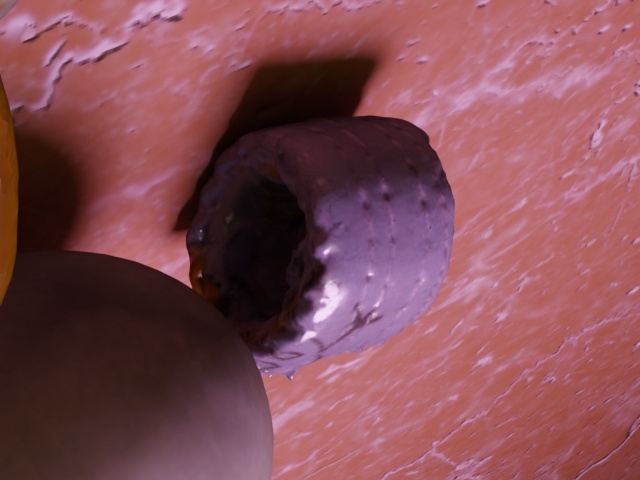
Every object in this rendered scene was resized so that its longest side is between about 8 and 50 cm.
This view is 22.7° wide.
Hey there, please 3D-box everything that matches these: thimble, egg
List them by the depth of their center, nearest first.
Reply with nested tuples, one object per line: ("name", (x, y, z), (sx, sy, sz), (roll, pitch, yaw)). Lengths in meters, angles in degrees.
("egg", (-0.187, 0.148, 0.822), (0.352, 0.258, 0.258), (-31, 154, -13))
("thimble", (0.002, 0.000, 0.944), (0.118, 0.127, 0.151), (-10, 150, -39))

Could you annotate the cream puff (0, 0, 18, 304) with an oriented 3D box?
("cream puff", (-0.214, -0.052, 0.346), (0.378, 0.275, 0.378), (-18, 118, -38))
